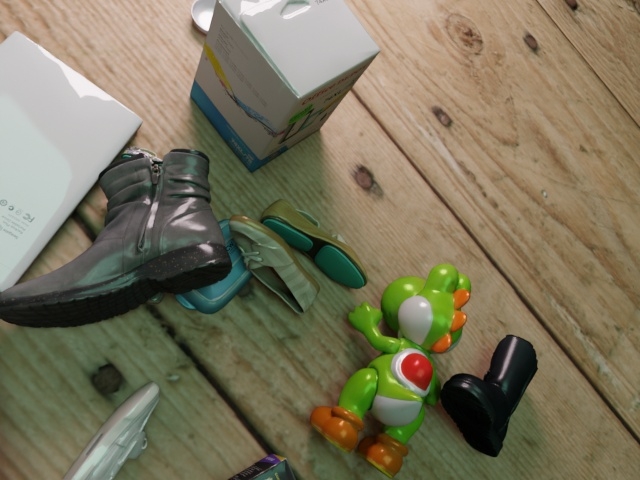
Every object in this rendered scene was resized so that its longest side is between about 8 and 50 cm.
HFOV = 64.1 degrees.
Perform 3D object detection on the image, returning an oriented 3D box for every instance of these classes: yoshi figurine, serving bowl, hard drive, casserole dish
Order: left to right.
[{"bbox_3d":[-0.474,-0.125,0.783,0.233,0.047,0.353,35,63,-17],"label":"hard drive"},{"bbox_3d":[-0.217,-0.441,1.019,0.083,0.027,0.083,7,71,-20],"label":"serving bowl"},{"bbox_3d":[-0.171,0.038,0.877,0.114,0.037,0.188,44,61,-5],"label":"casserole dish"},{"bbox_3d":[0.134,0.203,0.907,0.203,0.203,0.362,25,75,31],"label":"yoshi figurine"}]

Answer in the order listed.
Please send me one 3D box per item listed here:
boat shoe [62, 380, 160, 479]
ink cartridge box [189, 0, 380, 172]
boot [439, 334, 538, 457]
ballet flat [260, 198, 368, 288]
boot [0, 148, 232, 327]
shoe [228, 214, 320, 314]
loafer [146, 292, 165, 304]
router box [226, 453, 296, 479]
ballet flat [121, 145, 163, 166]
[{"bbox_3d":[-0.286,0.292,0.733,0.063,0.066,0.184,46,59,-19],"label":"boat shoe"},{"bbox_3d":[-0.074,-0.292,0.893,0.198,0.270,0.197,-38,90,-28],"label":"ink cartridge box"},{"bbox_3d":[0.317,0.252,0.939,0.207,0.094,0.246,-54,134,-27],"label":"boot"},{"bbox_3d":[0.000,0.000,0.942,0.232,0.080,0.073,35,48,-11],"label":"ballet flat"},{"bbox_3d":[-0.316,-0.008,0.784,0.338,0.118,0.223,-15,69,-14],"label":"boot"},{"bbox_3d":[-0.079,0.043,0.859,0.219,0.076,0.058,48,55,-29],"label":"shoe"},{"bbox_3d":[-0.268,0.040,0.833,0.045,0.039,0.125,7,70,-21],"label":"loafer"},{"bbox_3d":[-0.102,0.510,0.726,0.243,0.081,0.309,-20,82,-27],"label":"router box"},{"bbox_3d":[-0.283,-0.133,0.886,0.114,0.041,0.041,24,66,-15],"label":"ballet flat"}]
